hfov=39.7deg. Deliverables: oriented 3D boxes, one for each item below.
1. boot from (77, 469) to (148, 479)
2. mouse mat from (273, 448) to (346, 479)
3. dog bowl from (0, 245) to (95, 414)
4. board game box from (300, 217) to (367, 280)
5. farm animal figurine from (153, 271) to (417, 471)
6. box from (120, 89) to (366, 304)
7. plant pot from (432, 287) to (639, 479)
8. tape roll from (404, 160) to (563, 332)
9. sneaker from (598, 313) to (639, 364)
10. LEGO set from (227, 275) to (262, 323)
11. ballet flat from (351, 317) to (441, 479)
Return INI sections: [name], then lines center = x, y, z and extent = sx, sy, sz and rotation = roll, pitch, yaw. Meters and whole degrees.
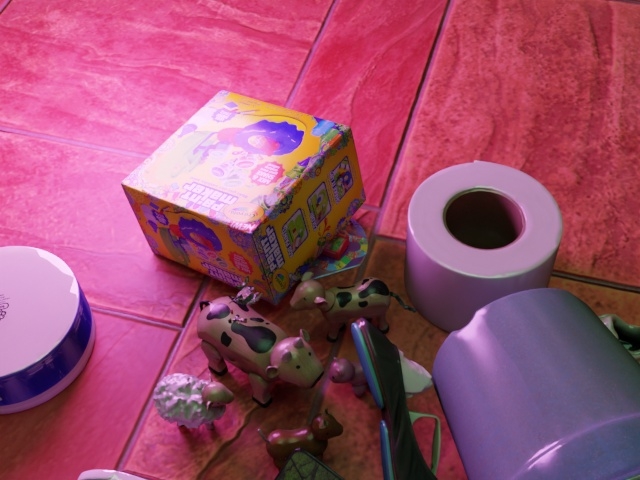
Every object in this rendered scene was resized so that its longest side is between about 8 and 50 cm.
[boot]
center = -0.263, 0.384, 1.244
extent = 0.190, 0.069, 0.086
rotation = 9, 49, 8
[mouse mat]
center = -0.027, 0.402, 1.214
extent = 0.152, 0.007, 0.189
rotation = 31, 82, 24
[dog bowl]
center = -0.507, 0.140, 1.432
extent = 0.265, 0.104, 0.265
rotation = -2, 51, 2
[board game box]
center = 0.000, 0.000, 1.568
extent = 0.169, 0.033, 0.133
rotation = -16, 52, -10
[farm animal figurine]
center = -0.051, 0.162, 1.348
extent = 0.327, 0.172, 0.330
rotation = 15, 53, 15
[box]
center = -0.125, -0.082, 1.522
extent = 0.290, 0.177, 0.279
rotation = 20, 54, 30
[plant pot]
center = 0.324, 0.262, 1.171
extent = 0.341, 0.341, 0.334
rotation = -14, 44, -9
[tape roll]
center = 0.262, 0.015, 1.457
extent = 0.246, 0.169, 0.246
rotation = -1, 50, 2
[sneaker]
center = 0.412, 0.151, 1.373
extent = 0.232, 0.115, 0.090
rotation = 2, 51, 4
[LEGO set]
center = -0.114, 0.093, 1.323
extent = 0.054, 0.023, 0.083
rotation = 11, 57, 31
[ballet flat]
center = 0.116, 0.241, 1.270
extent = 0.096, 0.095, 0.280
rotation = -12, 91, -8
